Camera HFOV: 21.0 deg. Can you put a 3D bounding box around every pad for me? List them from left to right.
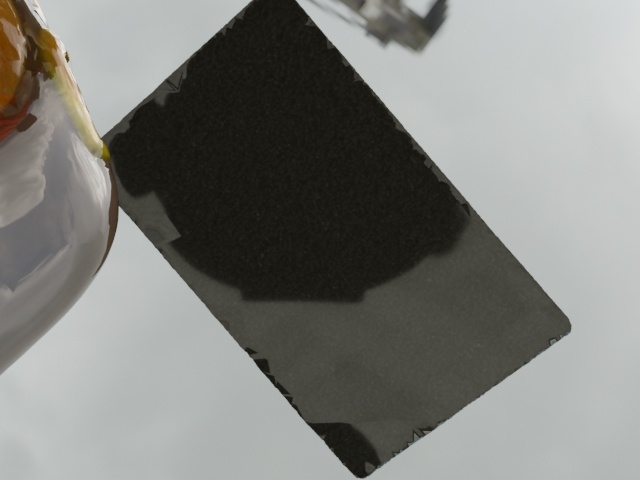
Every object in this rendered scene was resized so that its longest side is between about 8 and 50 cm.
[{"bbox_3d":[0.000,0.000,0.818,0.143,0.211,0.003,-39,-176,24],"label":"pad"}]

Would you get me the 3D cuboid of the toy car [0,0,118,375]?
[{"bbox_3d":[-0.181,0.055,0.561,0.271,0.341,0.240,18,-134,33],"label":"toy car"}]
